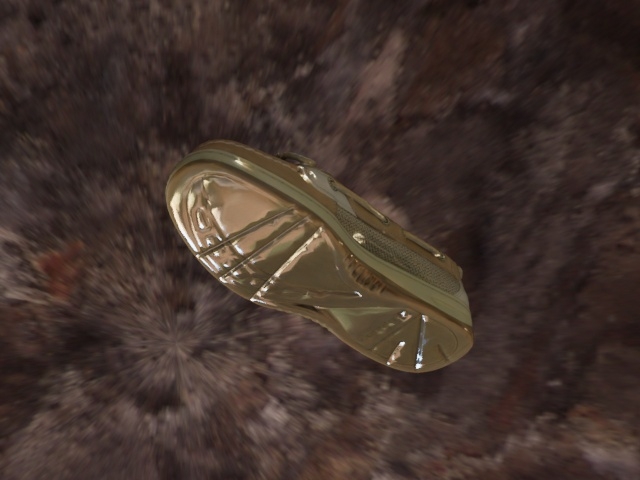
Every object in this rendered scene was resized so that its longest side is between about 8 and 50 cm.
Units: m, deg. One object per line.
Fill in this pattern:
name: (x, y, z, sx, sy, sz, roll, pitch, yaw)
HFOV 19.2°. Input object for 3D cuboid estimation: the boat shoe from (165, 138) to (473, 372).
boat shoe: (0.002, -0.001, 0.748, 0.153, 0.056, 0.048, 30, -138, -30)
